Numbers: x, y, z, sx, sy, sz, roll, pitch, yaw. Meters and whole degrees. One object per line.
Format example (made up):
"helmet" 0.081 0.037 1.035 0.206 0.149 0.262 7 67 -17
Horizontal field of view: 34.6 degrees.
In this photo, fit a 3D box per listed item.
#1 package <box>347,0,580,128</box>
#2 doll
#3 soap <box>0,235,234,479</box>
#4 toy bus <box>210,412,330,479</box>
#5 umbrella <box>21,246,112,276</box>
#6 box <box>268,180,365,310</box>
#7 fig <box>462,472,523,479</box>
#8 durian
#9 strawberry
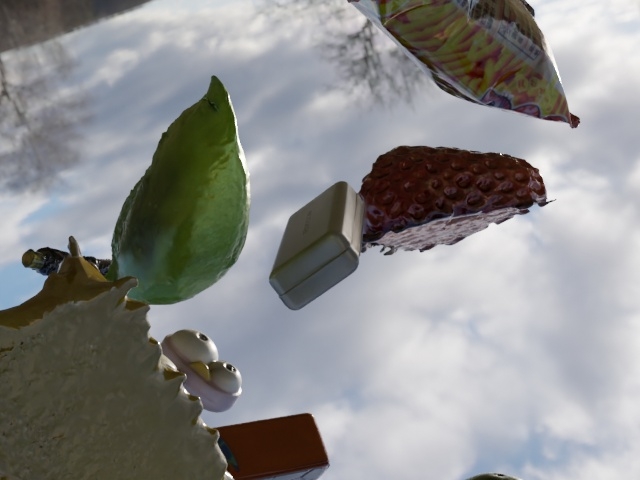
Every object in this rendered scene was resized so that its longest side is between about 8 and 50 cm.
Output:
"package" 0.095 -0.213 0.903 0.108 0.288 0.223 -50 -139 11
"doll" -0.219 0.202 1.537 0.160 0.094 0.365 34 -171 18
"soap" -0.134 0.195 0.734 0.169 0.304 0.338 -36 164 -20
"toy bus" -0.170 0.298 1.332 0.409 0.093 0.092 -3 150 -34
"umbrella" -0.294 0.032 1.221 0.037 0.040 0.144 41 -165 32
"box" 0.000 0.000 1.217 0.103 0.055 0.243 -35 -169 13
"fig" 0.245 0.414 1.469 0.167 0.167 0.233 -20 165 -3
"durian" -0.135 -0.027 0.980 0.101 0.139 0.250 -11 146 -45
"strawberry" 0.172 -0.077 1.563 0.253 0.150 0.280 -2 164 -43
